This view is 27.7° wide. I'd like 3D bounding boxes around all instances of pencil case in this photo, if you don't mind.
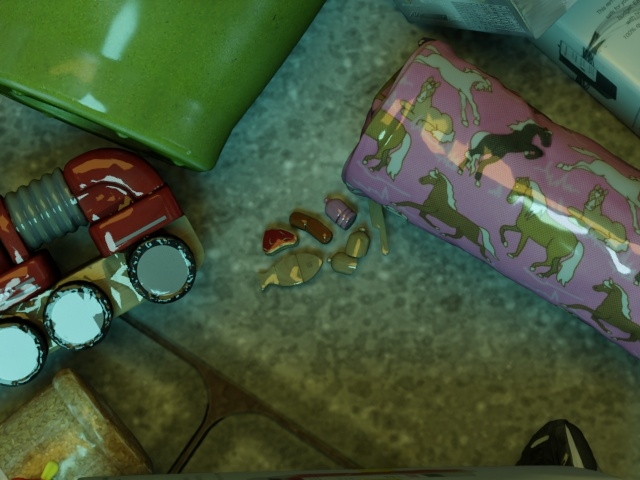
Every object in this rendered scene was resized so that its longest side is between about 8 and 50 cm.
[{"bbox_3d":[0.212,-0.017,1.088,0.386,0.160,0.167,31,55,12],"label":"pencil case"}]

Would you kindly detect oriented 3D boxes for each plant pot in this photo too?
[{"bbox_3d":[-0.139,-0.260,1.116,0.366,0.366,0.353,22,88,10],"label":"plant pot"}]

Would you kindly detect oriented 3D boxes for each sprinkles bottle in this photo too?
[{"bbox_3d":[-0.309,0.259,1.066,0.355,0.121,0.121,-40,75,-8],"label":"sprinkles bottle"}]

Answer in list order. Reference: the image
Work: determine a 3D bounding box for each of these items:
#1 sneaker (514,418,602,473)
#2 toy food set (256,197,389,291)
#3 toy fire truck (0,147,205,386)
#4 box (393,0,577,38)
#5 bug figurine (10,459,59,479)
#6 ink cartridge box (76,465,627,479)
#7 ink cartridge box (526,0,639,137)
[{"bbox_3d":[0.230,0.276,1.048,0.108,0.100,0.272,-1,63,-30],"label":"sneaker"},{"bbox_3d":[0.000,0.000,1.175,0.122,0.019,0.078,-11,73,9],"label":"toy food set"},{"bbox_3d":[-0.245,-0.031,1.121,0.217,0.158,0.246,-29,98,-4],"label":"toy fire truck"},{"bbox_3d":[0.177,-0.263,1.141,0.183,0.231,0.056,-43,115,-9],"label":"box"},{"bbox_3d":[-0.197,0.310,1.005,0.279,0.072,0.216,38,86,-18],"label":"bug figurine"},{"bbox_3d":[0.019,0.305,0.907,0.384,0.160,0.279,0,86,-8],"label":"ink cartridge box"},{"bbox_3d":[0.301,-0.193,1.173,0.153,0.087,0.208,-43,75,-8],"label":"ink cartridge box"}]
